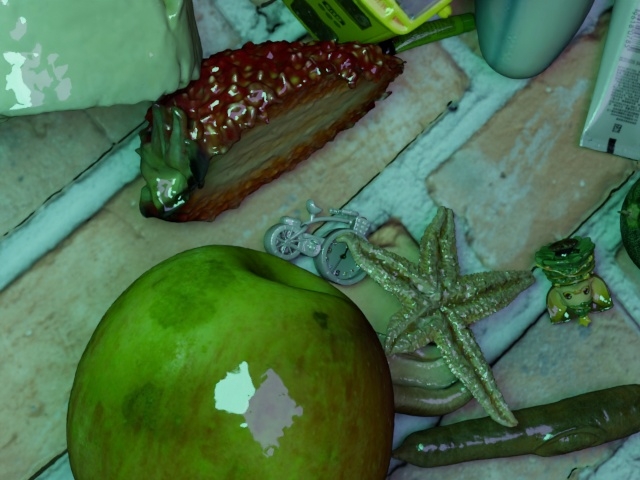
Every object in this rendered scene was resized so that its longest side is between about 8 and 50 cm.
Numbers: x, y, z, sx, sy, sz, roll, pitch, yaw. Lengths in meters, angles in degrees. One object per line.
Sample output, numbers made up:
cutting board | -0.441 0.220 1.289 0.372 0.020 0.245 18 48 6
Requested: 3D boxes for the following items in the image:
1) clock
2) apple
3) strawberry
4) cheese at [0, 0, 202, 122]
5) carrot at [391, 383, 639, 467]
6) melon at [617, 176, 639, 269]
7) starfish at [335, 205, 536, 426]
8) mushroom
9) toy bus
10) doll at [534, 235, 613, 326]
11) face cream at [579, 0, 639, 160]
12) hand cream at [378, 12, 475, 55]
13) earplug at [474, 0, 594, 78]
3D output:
clock | 0.000 0.000 1.618 0.129 0.041 0.087 15 87 -23
apple | -0.084 0.167 1.436 0.340 0.339 0.339 1 88 -19
strawberry | -0.067 -0.143 1.525 0.306 0.233 0.137 -31 77 -30
cheese | -0.257 -0.218 1.370 0.292 0.332 0.153 -9 110 -8
carrot | 0.245 0.227 1.684 0.342 0.070 0.070 -9 91 -17
melon | 0.477 -0.015 1.707 0.288 0.182 0.182 11 85 -18
starfish | 0.155 0.070 1.620 0.295 0.048 0.231 48 55 -1
mushroom | 0.087 0.149 1.626 0.210 0.072 0.094 13 80 -18
toy bus | 0.069 -0.289 1.500 0.152 0.330 0.144 -45 102 -12
doll | 0.302 0.045 1.720 0.078 0.076 0.113 -17 125 6
face cream | 0.379 -0.225 1.750 0.092 0.058 0.243 11 90 -24
hand cream | 0.124 -0.244 1.677 0.122 0.023 0.036 -16 73 -17
earplug | 0.258 -0.338 1.626 0.185 0.185 0.323 7 112 -18
